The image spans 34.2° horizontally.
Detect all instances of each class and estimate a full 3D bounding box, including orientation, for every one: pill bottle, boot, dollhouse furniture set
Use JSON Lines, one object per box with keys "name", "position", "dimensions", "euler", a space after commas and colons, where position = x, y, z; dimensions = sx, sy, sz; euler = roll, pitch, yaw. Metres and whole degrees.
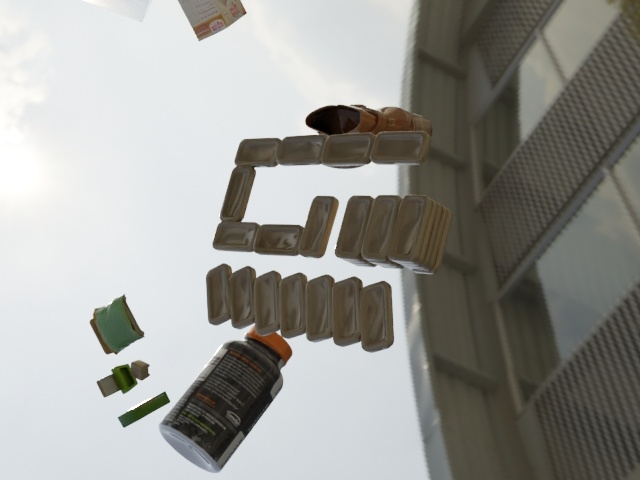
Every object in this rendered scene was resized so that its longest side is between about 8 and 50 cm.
{"name": "pill bottle", "position": [-0.149, 0.257, 1.748], "dimensions": [0.130, 0.130, 0.245], "euler": [36, -115, 5]}
{"name": "boot", "position": [0.029, -0.142, 1.359], "dimensions": [0.152, 0.197, 0.072], "euler": [1, -100, -49]}
{"name": "dollhouse furniture set", "position": [-0.250, 0.150, 1.285], "dimensions": [0.059, 0.076, 0.151], "euler": [-24, -95, -47]}

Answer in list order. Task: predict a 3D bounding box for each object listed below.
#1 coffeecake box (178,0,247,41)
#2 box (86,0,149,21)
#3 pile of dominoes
{"name": "coffeecake box", "position": [-0.219, -0.474, 1.905], "dimensions": [0.185, 0.068, 0.142], "euler": [63, -161, -16]}
{"name": "box", "position": [-0.237, -0.247, 0.820], "dimensions": [0.231, 0.056, 0.183], "euler": [19, -178, -12]}
{"name": "pile of dominoes", "position": [0.000, 0.000, 0.945], "dimensions": [0.251, 0.195, 0.040], "euler": [3, 163, 43]}
